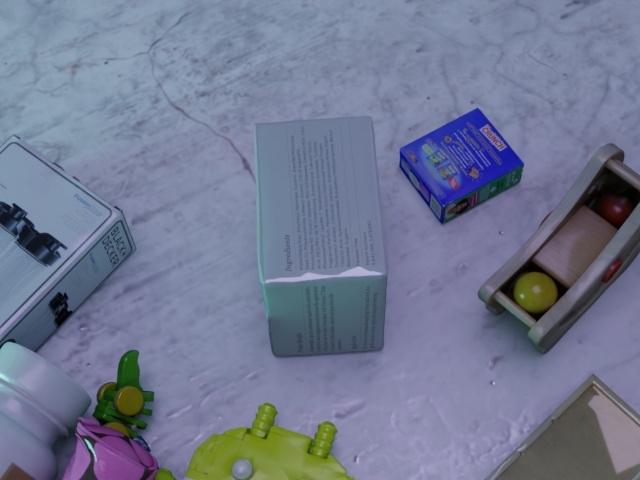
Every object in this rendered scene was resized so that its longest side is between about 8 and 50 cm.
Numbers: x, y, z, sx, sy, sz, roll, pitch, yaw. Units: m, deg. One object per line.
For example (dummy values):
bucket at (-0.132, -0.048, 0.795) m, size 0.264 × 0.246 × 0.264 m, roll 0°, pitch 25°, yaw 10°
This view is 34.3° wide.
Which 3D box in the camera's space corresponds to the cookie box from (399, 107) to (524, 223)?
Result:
cookie box at (0.156, -0.084, 1.155) m, size 0.107 × 0.040 × 0.092 m, roll -28°, pitch 64°, yaw -12°

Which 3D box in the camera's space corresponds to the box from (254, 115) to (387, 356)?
box at (0.000, 0.000, 1.036) m, size 0.119 × 0.181 × 0.182 m, roll -4°, pitch 62°, yaw -1°

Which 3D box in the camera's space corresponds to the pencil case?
pencil case at (-0.228, 0.265, 0.925) m, size 0.098 × 0.095 × 0.209 m, roll 27°, pitch 86°, yaw 31°

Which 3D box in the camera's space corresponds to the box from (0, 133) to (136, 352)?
box at (-0.352, 0.047, 1.078) m, size 0.169 × 0.087 × 0.290 m, roll 33°, pitch 68°, yaw 18°

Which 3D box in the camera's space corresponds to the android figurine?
android figurine at (-0.063, 0.285, 0.958) m, size 0.248 × 0.056 × 0.273 m, roll 17°, pitch 66°, yaw 11°

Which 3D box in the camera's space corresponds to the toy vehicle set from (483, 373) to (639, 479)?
toy vehicle set at (0.296, 0.272, 0.961) m, size 0.166 × 0.035 × 0.267 m, roll -39°, pitch 67°, yaw -17°

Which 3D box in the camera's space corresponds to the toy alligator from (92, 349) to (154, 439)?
toy alligator at (-0.205, 0.201, 1.014) m, size 0.051 × 0.056 × 0.189 m, roll 31°, pitch 70°, yaw -29°

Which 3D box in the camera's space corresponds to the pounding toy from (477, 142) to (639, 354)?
pounding toy at (0.298, 0.015, 1.033) m, size 0.155 × 0.154 × 0.269 m, roll 41°, pitch 71°, yaw 21°

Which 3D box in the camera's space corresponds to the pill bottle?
pill bottle at (-0.321, 0.215, 0.961) m, size 0.131 × 0.131 × 0.229 m, roll 27°, pitch 66°, yaw 16°
